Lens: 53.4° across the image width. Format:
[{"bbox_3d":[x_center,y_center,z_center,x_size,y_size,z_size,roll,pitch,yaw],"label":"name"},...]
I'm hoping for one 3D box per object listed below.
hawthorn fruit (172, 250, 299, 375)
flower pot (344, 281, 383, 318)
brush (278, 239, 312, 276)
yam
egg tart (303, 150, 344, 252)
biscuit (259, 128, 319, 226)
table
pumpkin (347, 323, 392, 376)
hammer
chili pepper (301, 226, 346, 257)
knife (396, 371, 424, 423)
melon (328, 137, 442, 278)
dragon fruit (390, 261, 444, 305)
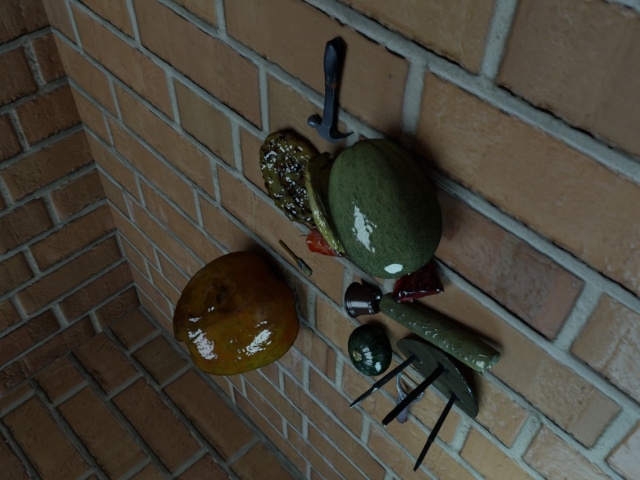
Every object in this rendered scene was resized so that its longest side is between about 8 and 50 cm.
[{"bbox_3d":[-0.321,0.276,2.355,0.472,0.472,0.471,37,148,29],"label":"hawthorn fruit"},{"bbox_3d":[0.137,0.181,1.910,0.089,0.111,0.111,1,123,39],"label":"flower pot"},{"bbox_3d":[-0.089,0.059,2.199,0.170,0.014,0.043,46,153,17],"label":"brush"},{"bbox_3d":[0.313,0.241,1.713,0.372,0.083,0.083,31,144,42],"label":"yam"},{"bbox_3d":[0.051,-0.097,1.641,0.107,0.290,0.290,-17,113,15],"label":"egg tart"},{"bbox_3d":[-0.087,-0.171,1.874,0.289,0.081,0.334,47,153,15],"label":"biscuit"},{"bbox_3d":[0.253,0.448,1.783,0.317,0.249,0.317,43,163,17],"label":"table"},{"bbox_3d":[0.158,0.348,2.018,0.167,0.125,0.167,17,116,38],"label":"pumpkin"},{"bbox_3d":[0.029,-0.355,1.535,0.137,0.037,0.289,41,150,24],"label":"hammer"},{"bbox_3d":[0.000,0.000,1.925,0.192,0.084,0.086,13,115,45],"label":"chili pepper"},{"bbox_3d":[0.275,0.545,2.140,0.123,0.053,0.277,43,150,31],"label":"knife"},{"bbox_3d":[0.144,-0.072,1.451,0.249,0.249,0.329,-3,111,58],"label":"melon"},{"bbox_3d":[0.246,0.137,1.671,0.092,0.122,0.192,39,149,-3],"label":"dragon fruit"}]
